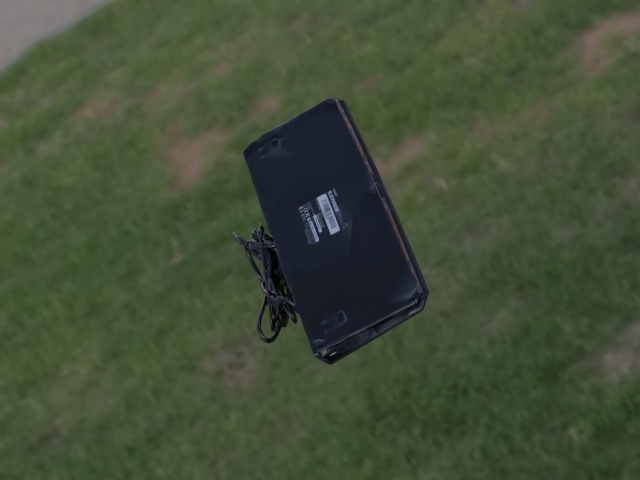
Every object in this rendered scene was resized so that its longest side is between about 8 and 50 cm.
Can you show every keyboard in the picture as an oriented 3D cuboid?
[{"bbox_3d":[0.000,0.000,0.962,0.100,0.038,0.192,-27,44,7],"label":"keyboard"}]
